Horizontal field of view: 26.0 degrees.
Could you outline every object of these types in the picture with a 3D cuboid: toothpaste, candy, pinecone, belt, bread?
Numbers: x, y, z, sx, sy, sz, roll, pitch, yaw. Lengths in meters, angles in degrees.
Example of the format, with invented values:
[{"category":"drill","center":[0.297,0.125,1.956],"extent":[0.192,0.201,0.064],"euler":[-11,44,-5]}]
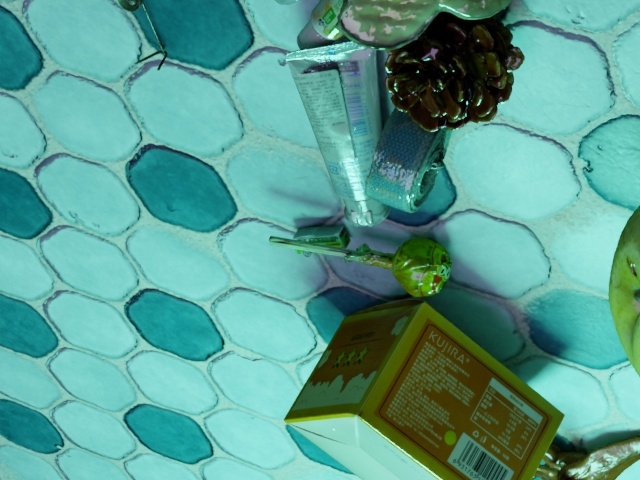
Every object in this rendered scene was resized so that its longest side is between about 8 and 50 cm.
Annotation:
[{"category":"toothpaste","center":[0.066,-0.318,1.612],"extent":[0.314,0.058,0.056],"euler":[-43,65,44]},{"category":"toothpaste","center":[0.037,-0.140,1.789],"extent":[0.114,0.073,0.299],"euler":[-8,137,7]},{"category":"candy","center":[0.054,0.021,1.949],"extent":[0.262,0.077,0.073],"euler":[10,142,12]},{"category":"pinecone","center":[0.145,-0.200,1.611],"extent":[0.173,0.174,0.174],"euler":[15,139,13]},{"category":"belt","center":[0.116,-0.104,1.736],"extent":[0.082,0.163,0.148],"euler":[22,121,9]},{"category":"bread","center":[0.112,-0.308,1.516],"extent":[0.232,0.064,0.173],"euler":[-21,110,6]}]

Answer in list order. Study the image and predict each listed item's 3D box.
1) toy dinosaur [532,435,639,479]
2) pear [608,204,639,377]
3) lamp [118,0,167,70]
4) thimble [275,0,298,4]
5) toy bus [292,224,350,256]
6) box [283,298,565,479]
[{"category":"toy dinosaur","center":[0.393,0.358,2.133],"extent":[0.208,0.097,0.432],"euler":[20,145,-15]},{"category":"pear","center":[0.493,0.064,1.619],"extent":[0.309,0.309,0.309],"euler":[15,139,13]},{"category":"lamp","center":[-0.228,-0.285,1.807],"extent":[0.041,0.054,0.121],"euler":[6,129,22]},{"category":"thimble","center":[-0.030,-0.346,1.551],"extent":[0.118,0.151,0.127],"euler":[43,151,-17]},{"category":"toy bus","center":[0.000,0.000,2.003],"extent":[0.083,0.031,0.037],"euler":[-4,126,29]},{"category":"box","center":[0.149,0.253,2.021],"extent":[0.283,0.214,0.259],"euler":[40,159,-15]}]
